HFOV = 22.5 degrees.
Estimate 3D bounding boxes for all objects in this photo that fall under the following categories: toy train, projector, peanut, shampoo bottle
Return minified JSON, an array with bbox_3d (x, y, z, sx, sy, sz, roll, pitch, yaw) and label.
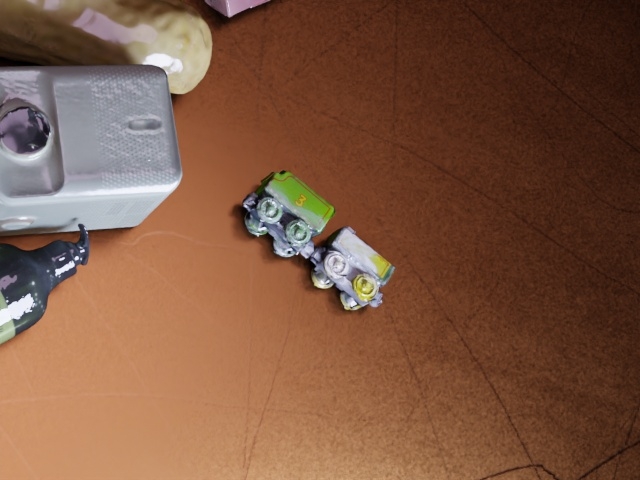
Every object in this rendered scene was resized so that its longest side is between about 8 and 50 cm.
[{"bbox_3d":[0.000,0.000,1.884,0.202,0.060,0.081,39,63,-10],"label":"toy train"},{"bbox_3d":[-0.286,-0.096,1.738,0.243,0.177,0.163,-3,78,-20],"label":"projector"},{"bbox_3d":[-0.271,-0.257,1.800,0.319,0.147,0.147,15,73,-14],"label":"peanut"},{"bbox_3d":[-0.369,0.070,1.711,0.284,0.101,0.101,-30,89,-23],"label":"shampoo bottle"}]

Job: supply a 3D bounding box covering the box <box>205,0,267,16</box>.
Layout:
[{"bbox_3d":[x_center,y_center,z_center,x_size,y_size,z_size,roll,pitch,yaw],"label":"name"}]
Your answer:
[{"bbox_3d":[-0.090,-0.349,1.887,0.111,0.060,0.156,-29,133,-25],"label":"box"}]
